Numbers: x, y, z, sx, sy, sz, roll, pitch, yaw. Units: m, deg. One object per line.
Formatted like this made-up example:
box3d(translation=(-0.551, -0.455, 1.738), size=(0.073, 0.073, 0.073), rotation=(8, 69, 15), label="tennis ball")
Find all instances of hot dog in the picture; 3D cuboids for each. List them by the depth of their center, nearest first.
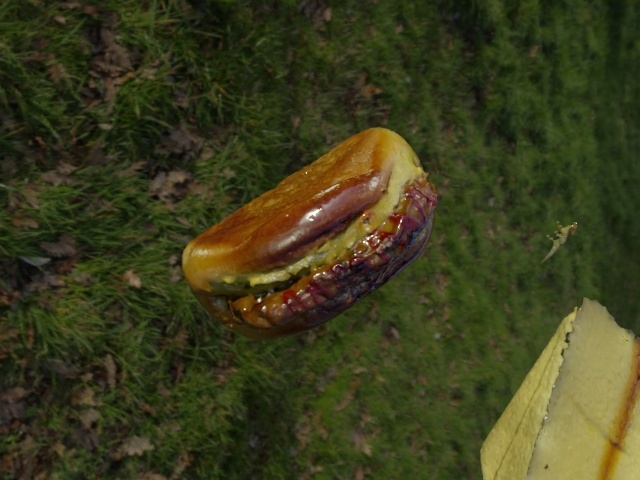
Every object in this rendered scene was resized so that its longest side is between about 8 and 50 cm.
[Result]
box3d(translation=(0.001, 0.001, 1.018), size=(0.405, 0.223, 0.185), rotation=(-33, 111, -4), label="hot dog")

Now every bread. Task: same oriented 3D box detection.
box3d(translation=(0.440, 0.360, 1.053), size=(0.346, 0.242, 0.405), rotation=(25, 115, -14), label="bread")

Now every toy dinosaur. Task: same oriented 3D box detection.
box3d(translation=(0.490, -0.002, 1.442), size=(0.113, 0.026, 0.041), rotation=(-45, 108, -6), label="toy dinosaur")
